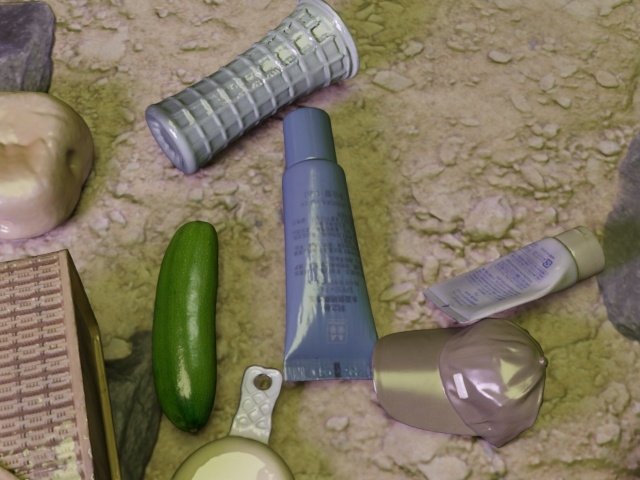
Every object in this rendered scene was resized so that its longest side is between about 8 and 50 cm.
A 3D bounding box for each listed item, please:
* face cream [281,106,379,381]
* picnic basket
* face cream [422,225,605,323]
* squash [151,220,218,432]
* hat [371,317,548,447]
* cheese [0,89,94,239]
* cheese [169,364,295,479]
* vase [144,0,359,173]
[{"bbox_3d":[0.000,0.000,1.171,0.135,0.086,0.385,2,63,-18],"label":"face cream"},{"bbox_3d":[-0.327,0.199,0.961,0.175,0.228,0.313,-11,60,-10],"label":"picnic basket"},{"bbox_3d":[0.254,0.051,1.151,0.224,0.070,0.114,-22,24,-12],"label":"face cream"},{"bbox_3d":[-0.169,0.099,1.108,0.082,0.082,0.293,-2,58,-2],"label":"squash"},{"bbox_3d":[0.164,0.150,1.063,0.173,0.144,0.166,14,54,-23],"label":"hat"},{"bbox_3d":[-0.420,-0.114,1.210,0.218,0.117,0.235,-38,71,-23],"label":"cheese"},{"bbox_3d":[-0.110,0.265,1.017,0.163,0.071,0.249,-7,60,-6],"label":"cheese"},{"bbox_3d":[-0.101,-0.220,1.270,0.299,0.143,0.143,-37,67,-18],"label":"vase"}]
